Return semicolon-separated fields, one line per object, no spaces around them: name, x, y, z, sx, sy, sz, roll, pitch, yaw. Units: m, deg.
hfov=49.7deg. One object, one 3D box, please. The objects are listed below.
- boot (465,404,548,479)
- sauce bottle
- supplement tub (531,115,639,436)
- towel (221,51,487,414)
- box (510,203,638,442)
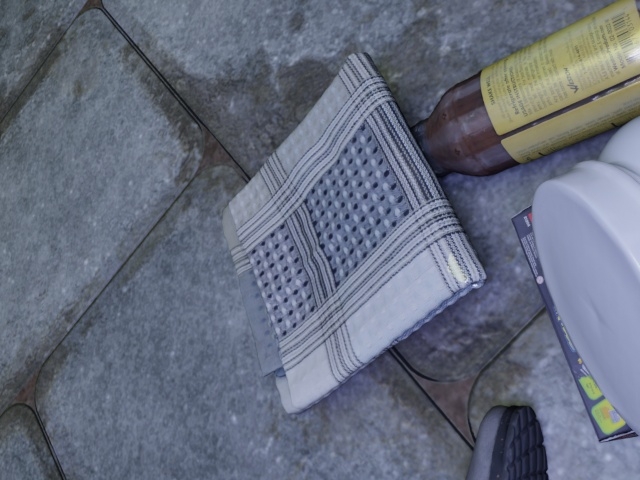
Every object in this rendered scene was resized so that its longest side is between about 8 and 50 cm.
boot;0.080;0.305;0.656;0.223;0.118;0.338;5;74;39
sauce bottle;0.200;-0.134;0.701;0.344;0.111;0.111;-20;65;34
supplement tub;0.329;-0.009;0.458;0.316;0.228;0.228;-21;63;0
towel;0.000;0.000;0.776;0.324;0.056;0.312;-45;55;36
box;0.249;0.066;0.610;0.036;0.114;0.207;-39;55;43
